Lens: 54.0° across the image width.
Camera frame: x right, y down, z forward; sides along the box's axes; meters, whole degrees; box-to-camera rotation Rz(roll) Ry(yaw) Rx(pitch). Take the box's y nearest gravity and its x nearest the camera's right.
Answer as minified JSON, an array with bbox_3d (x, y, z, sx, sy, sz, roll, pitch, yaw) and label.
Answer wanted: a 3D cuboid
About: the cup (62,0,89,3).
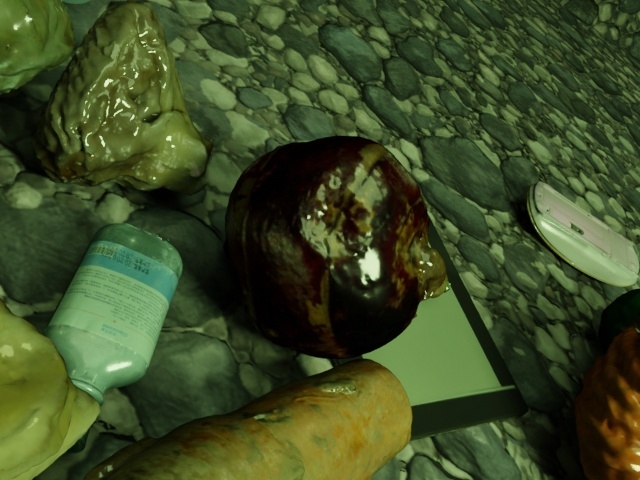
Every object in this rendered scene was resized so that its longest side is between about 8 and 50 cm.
[{"bbox_3d":[-0.360,-0.501,0.823,0.311,0.331,0.257,18,12,-21],"label":"cup"}]

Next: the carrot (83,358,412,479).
[{"bbox_3d":[-0.044,0.190,0.493,0.302,0.138,0.138,-9,60,-47],"label":"carrot"}]

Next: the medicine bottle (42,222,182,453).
[{"bbox_3d":[-0.186,0.077,0.544,0.090,0.053,0.208,27,44,-17],"label":"medicine bottle"}]

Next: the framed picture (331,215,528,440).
[{"bbox_3d":[0.098,0.073,0.788,0.265,0.016,0.347,0,55,-36],"label":"framed picture"}]

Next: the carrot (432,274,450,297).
[{"bbox_3d":[0.053,0.000,0.776,0.254,0.049,0.049,31,41,-7],"label":"carrot"}]

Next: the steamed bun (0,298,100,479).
[{"bbox_3d":[-0.368,0.073,0.346,0.428,0.189,0.247,34,18,-7],"label":"steamed bun"}]

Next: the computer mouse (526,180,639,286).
[{"bbox_3d":[0.448,-0.008,1.090,0.245,0.056,0.126,32,42,-10],"label":"computer mouse"}]

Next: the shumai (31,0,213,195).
[{"bbox_3d":[-0.186,-0.130,0.658,0.176,0.166,0.205,27,67,-28],"label":"shumai"}]

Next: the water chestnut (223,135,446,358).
[{"bbox_3d":[0.000,0.000,0.637,0.224,0.238,0.223,-8,101,-50],"label":"water chestnut"}]

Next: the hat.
[{"bbox_3d":[0.434,0.212,0.804,0.285,0.285,0.400,40,10,0],"label":"hat"}]

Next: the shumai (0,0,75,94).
[{"bbox_3d":[-0.418,-0.208,0.546,0.292,0.288,0.330,46,0,-38],"label":"shumai"}]
